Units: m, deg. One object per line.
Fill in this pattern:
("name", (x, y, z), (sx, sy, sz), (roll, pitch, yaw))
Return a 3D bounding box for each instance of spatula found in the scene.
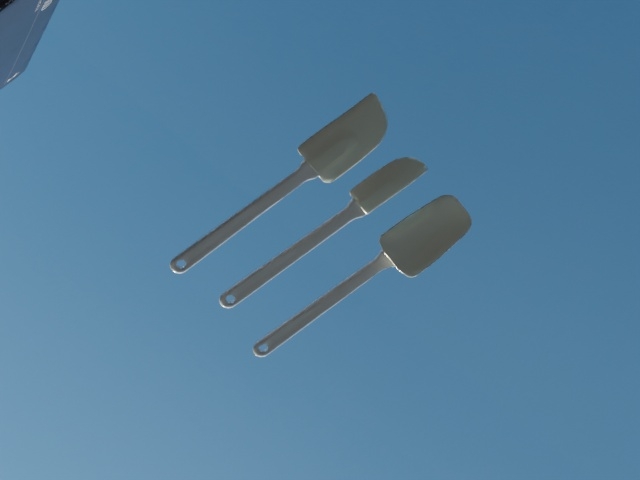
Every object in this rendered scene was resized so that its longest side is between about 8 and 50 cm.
("spatula", (0.000, 0.000, 1.218), (0.242, 0.019, 0.168), (-37, -64, 8))

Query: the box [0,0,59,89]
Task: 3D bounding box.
("box", (-0.394, -0.161, 1.116), (0.312, 0.343, 0.179), (-44, -83, -22))
